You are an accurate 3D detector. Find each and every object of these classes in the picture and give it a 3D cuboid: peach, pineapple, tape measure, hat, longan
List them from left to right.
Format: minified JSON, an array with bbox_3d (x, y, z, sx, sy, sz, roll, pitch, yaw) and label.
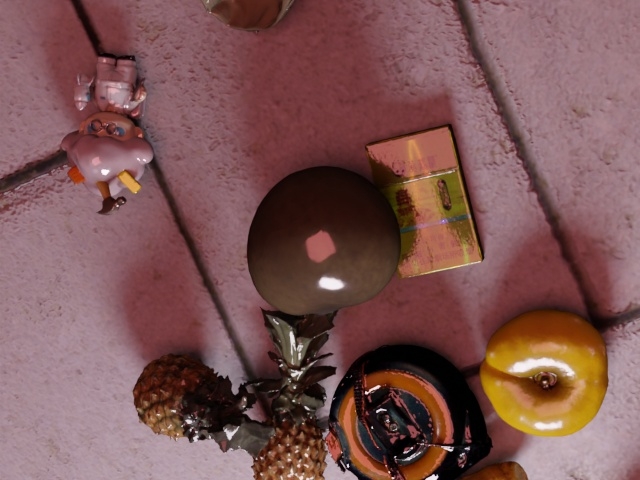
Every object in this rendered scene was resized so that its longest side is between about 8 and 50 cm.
[{"bbox_3d":[-0.161,0.237,1.825,0.248,0.128,0.128,11,109,53],"label":"pineapple"},{"bbox_3d":[-0.073,-0.372,1.758,0.147,0.085,0.175,12,82,23],"label":"hat"},{"bbox_3d":[-0.033,0.218,1.845,0.130,0.119,0.277,11,105,38],"label":"pineapple"},{"bbox_3d":[0.000,0.000,1.748,0.220,0.196,0.197,-22,96,31],"label":"longan"},{"bbox_3d":[0.117,0.254,1.803,0.202,0.135,0.223,-40,88,17],"label":"tape measure"},{"bbox_3d":[0.302,0.176,1.756,0.179,0.103,0.179,4,103,17],"label":"peach"}]

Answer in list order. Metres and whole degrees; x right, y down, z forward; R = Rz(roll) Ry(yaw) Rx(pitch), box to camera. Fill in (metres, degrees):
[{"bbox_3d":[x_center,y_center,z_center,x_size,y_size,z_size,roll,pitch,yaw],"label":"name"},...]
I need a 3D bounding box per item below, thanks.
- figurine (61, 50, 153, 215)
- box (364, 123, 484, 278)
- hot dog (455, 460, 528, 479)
[{"bbox_3d":[-0.299,-0.150,1.840,0.137,0.112,0.229,6,90,5],"label":"figurine"},{"bbox_3d":[0.144,-0.053,1.785,0.121,0.030,0.193,-13,99,16],"label":"box"},{"bbox_3d":[0.166,0.395,1.846,0.289,0.083,0.068,-34,109,21],"label":"hot dog"}]
